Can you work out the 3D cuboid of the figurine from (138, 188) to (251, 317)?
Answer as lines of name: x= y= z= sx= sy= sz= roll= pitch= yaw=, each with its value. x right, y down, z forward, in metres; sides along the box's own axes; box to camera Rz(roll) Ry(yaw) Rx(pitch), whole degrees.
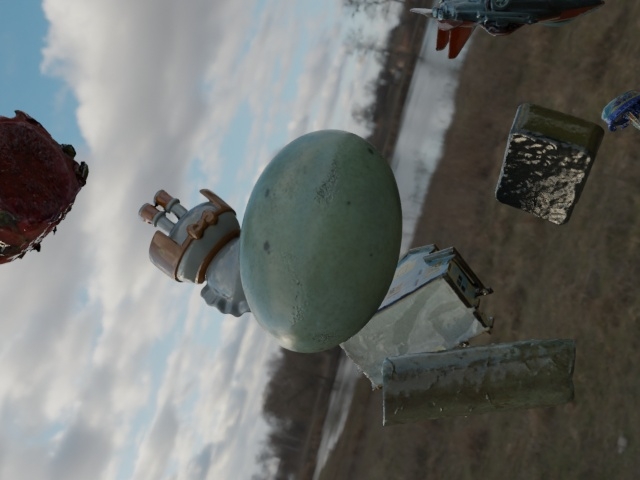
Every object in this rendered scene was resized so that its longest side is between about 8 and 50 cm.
figurine: x=-0.144 y=0.018 z=1.096 sx=0.143 sy=0.271 sz=0.143 roll=-38 pitch=-36 yaw=-35

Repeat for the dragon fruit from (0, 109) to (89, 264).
dragon fruit: x=-0.444 y=-0.091 z=1.085 sx=0.147 sy=0.211 sz=0.282 roll=-37 pitch=3 yaw=33

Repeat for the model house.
model house: x=0.178 y=0.117 z=1.333 sx=0.271 sy=0.178 sz=0.206 roll=-36 pitch=11 yaw=27

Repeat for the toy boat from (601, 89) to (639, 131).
toy boat: x=0.667 y=-0.261 z=1.643 sx=0.175 sy=0.110 sz=0.091 roll=-21 pitch=-31 yaw=-42

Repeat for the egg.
egg: x=0.000 y=0.000 z=0.807 sx=0.169 sy=0.169 sz=0.237 roll=20 pitch=-97 yaw=-86

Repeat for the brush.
brush: x=0.328 y=-0.107 z=1.121 sx=0.197 sy=0.123 sz=0.059 roll=82 pitch=-148 yaw=-60

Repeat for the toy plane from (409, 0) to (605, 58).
toy plane: x=0.324 y=-0.387 z=1.271 sx=0.223 sy=0.326 sz=0.104 roll=-119 pitch=15 yaw=-58

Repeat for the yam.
yam: x=0.204 y=0.183 z=1.002 sx=0.093 sy=0.259 sz=0.093 roll=-7 pitch=-90 yaw=-87
